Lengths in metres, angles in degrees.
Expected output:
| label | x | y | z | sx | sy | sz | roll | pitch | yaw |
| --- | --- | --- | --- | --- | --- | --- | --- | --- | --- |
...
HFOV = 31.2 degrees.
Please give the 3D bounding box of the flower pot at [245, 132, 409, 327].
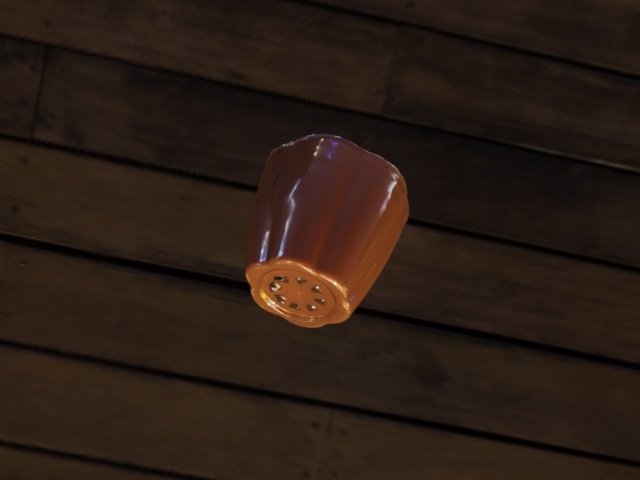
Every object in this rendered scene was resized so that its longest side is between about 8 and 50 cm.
| label | x | y | z | sx | sy | sz | roll | pitch | yaw |
| --- | --- | --- | --- | --- | --- | --- | --- | --- | --- |
| flower pot | 0.000 | 0.000 | 1.352 | 0.190 | 0.191 | 0.173 | 25 | 54 | -9 |
